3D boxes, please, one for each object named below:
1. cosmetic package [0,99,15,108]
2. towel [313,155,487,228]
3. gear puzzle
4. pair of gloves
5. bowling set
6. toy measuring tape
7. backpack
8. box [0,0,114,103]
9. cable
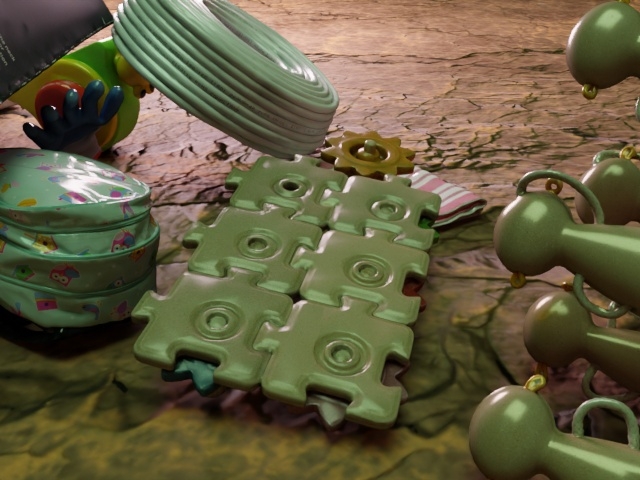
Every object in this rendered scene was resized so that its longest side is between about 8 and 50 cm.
[{"bbox_3d":[-0.667,-0.279,0.955,0.453,0.161,0.230,18,33,31],"label":"cosmetic package"},{"bbox_3d":[0.048,-0.056,0.673,0.144,0.029,0.197,-15,32,-27],"label":"towel"},{"bbox_3d":[0.000,0.000,0.516,0.176,0.044,0.339,13,39,8],"label":"gear puzzle"},{"bbox_3d":[-0.261,-0.071,0.590,0.198,0.159,0.023,-35,86,-25],"label":"pair of gloves"},{"bbox_3d":[0.185,0.029,0.406,0.154,0.287,0.200,21,-9,22],"label":"bowling set"},{"bbox_3d":[-0.325,-0.145,0.805,0.330,0.121,0.121,-14,22,24],"label":"toy measuring tape"},{"bbox_3d":[-0.201,-0.005,0.491,0.182,0.115,0.152,24,34,33],"label":"backpack"},{"bbox_3d":[-0.387,-0.140,0.522,0.343,0.179,0.312,-24,25,12],"label":"box"},{"bbox_3d":[-0.095,-0.188,0.727,0.257,0.089,0.257,30,20,-23],"label":"cable"}]
